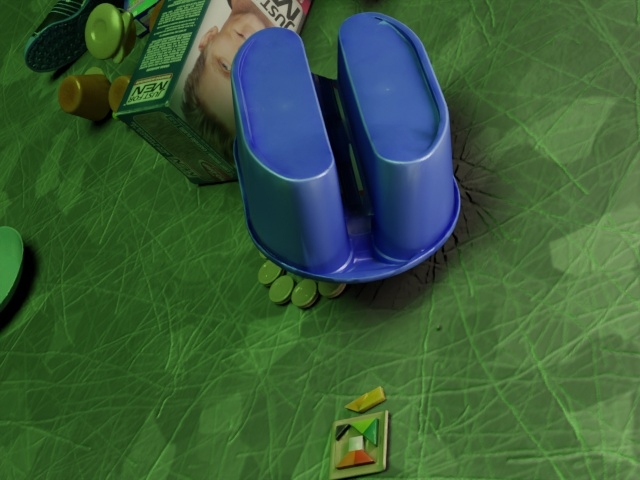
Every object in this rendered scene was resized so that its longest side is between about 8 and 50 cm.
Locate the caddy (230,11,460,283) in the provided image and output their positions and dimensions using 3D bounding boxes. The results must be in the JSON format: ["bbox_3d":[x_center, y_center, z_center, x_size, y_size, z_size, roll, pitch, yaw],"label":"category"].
[{"bbox_3d":[0.024,-0.101,1.363,0.241,0.179,0.341,-9,45,-4],"label":"caddy"}]

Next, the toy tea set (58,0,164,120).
[{"bbox_3d":[-0.256,-0.264,1.836,0.336,0.124,0.200,5,93,41],"label":"toy tea set"}]

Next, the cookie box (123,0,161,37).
[{"bbox_3d":[-0.278,-0.399,1.988,0.092,0.040,0.107,-28,43,23],"label":"cookie box"}]

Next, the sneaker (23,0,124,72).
[{"bbox_3d":[-0.423,-0.384,2.084,0.232,0.081,0.090,-41,37,-2],"label":"sneaker"}]

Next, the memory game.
[{"bbox_3d":[0.000,0.000,1.444,0.186,0.012,0.186,-23,46,27],"label":"memory game"}]

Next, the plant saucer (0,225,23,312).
[{"bbox_3d":[-0.506,0.070,1.823,0.195,0.037,0.195,-24,45,27],"label":"plant saucer"}]

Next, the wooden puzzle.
[{"bbox_3d":[0.037,0.209,1.243,0.078,0.014,0.116,-25,45,26],"label":"wooden puzzle"}]

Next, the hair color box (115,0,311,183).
[{"bbox_3d":[-0.132,-0.268,1.651,0.105,0.174,0.347,-4,57,39],"label":"hair color box"}]
